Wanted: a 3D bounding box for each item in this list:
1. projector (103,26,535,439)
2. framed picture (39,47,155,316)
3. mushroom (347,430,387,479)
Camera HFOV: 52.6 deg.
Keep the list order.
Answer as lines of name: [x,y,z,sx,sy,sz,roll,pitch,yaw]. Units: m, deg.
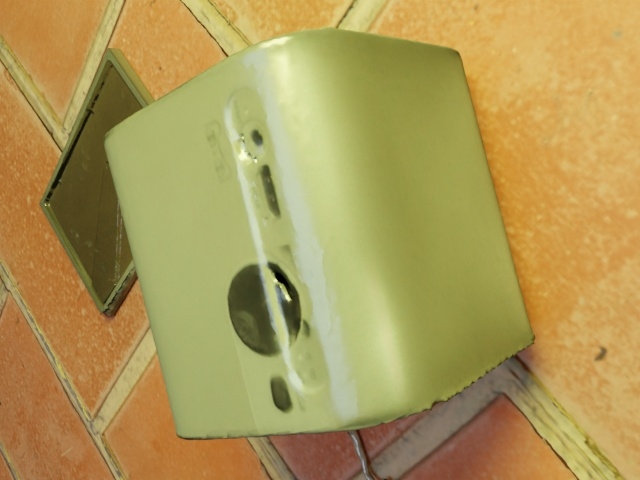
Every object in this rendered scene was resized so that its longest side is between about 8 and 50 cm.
projector: [0.000,0.000,0.528,0.248,0.248,0.249,-16,88,40]
framed picture: [-0.294,-0.070,0.905,0.232,0.024,0.315,54,125,19]
mushroom: [0.017,0.145,0.692,0.028,0.026,0.286,-25,80,23]
